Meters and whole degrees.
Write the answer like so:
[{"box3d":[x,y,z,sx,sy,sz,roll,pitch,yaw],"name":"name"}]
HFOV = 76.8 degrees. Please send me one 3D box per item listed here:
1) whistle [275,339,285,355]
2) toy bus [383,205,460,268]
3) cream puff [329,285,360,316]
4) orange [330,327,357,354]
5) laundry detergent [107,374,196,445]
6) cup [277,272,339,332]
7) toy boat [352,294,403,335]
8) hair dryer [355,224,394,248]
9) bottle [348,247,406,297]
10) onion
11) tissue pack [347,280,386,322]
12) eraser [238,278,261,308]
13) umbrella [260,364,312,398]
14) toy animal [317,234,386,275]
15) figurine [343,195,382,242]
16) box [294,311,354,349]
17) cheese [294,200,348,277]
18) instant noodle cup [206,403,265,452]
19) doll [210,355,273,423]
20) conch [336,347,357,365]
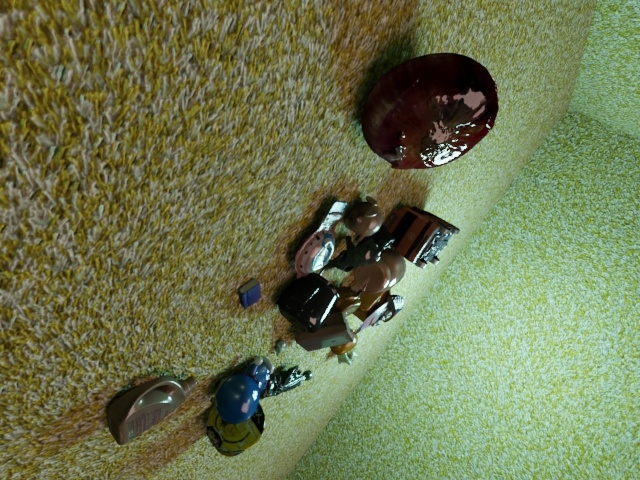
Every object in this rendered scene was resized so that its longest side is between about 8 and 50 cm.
[{"box3d":[-0.161,0.426,1.604,0.035,0.035,0.100,-25,146,-43],"name":"whistle"},{"box3d":[0.448,-0.029,1.784,0.202,0.233,0.427,-59,156,16],"name":"toy bus"},{"box3d":[0.091,0.255,1.690,0.165,0.115,0.150,-42,150,23],"name":"cream puff"},{"box3d":[0.114,0.512,2.073,0.156,0.124,0.156,-30,161,-11],"name":"orange"},{"box3d":[-0.442,0.425,1.090,0.237,0.076,0.171,-25,144,-43],"name":"laundry detergent"},{"box3d":[-0.035,0.196,1.336,0.176,0.169,0.223,-47,169,-21],"name":"cup"},{"box3d":[0.261,0.330,1.834,0.319,0.072,0.219,-9,136,-42],"name":"toy boat"},{"box3d":[0.167,0.033,1.539,0.070,0.128,0.255,-18,150,-51],"name":"hair dryer"},{"box3d":[0.231,0.138,1.660,0.206,0.173,0.297,-44,170,20],"name":"bottle"},{"box3d":[0.277,-0.355,1.071,0.349,0.285,0.347,-5,147,-3],"name":"onion"},{"box3d":[0.235,0.269,1.925,0.194,0.145,0.274,-47,155,-13],"name":"tissue pack"},{"box3d":[-0.205,0.155,1.176,0.063,0.027,0.084,-36,151,-27],"name":"eraser"},{"box3d":[-0.159,0.623,1.798,0.143,0.094,0.349,-42,155,26],"name":"umbrella"},{"box3d":[0.107,0.048,1.426,0.270,0.082,0.137,-21,-152,24],"name":"toy animal"},{"box3d":[0.146,-0.072,1.360,0.125,0.125,0.138,-31,161,-36],"name":"figurine"},{"box3d":[0.015,0.378,1.662,0.216,0.086,0.215,-15,152,5],"name":"box"},{"box3d":[0.000,0.000,1.256,0.189,0.074,0.285,-6,129,-58],"name":"cheese"},{"box3d":[-0.332,0.728,1.553,0.216,0.215,0.236,-31,155,-36],"name":"instant noodle cup"},{"box3d":[-0.273,0.522,1.442,0.257,0.161,0.215,-37,142,-63],"name":"doll"},{"box3d":[0.137,0.657,2.308,0.115,0.137,0.234,-32,152,22],"name":"conch"}]
